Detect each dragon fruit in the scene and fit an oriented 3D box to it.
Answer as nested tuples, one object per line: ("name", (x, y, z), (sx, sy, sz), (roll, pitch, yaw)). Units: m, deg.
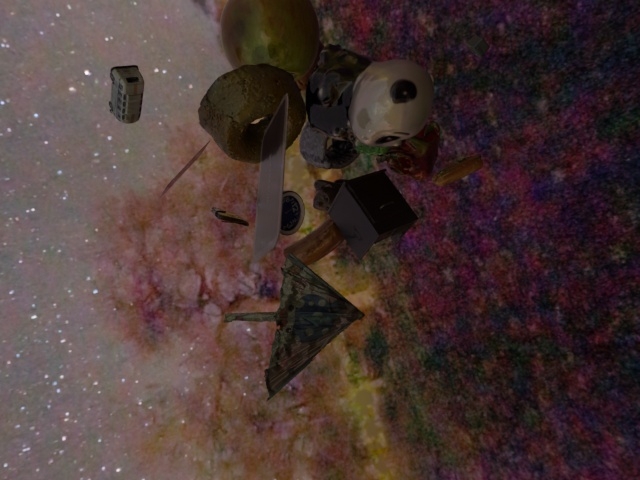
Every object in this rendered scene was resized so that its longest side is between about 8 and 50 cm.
("dragon fruit", (0.246, -0.282, 1.276), (0.200, 0.268, 0.199), (136, 128, -67))

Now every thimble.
("thimble", (0.043, -0.394, 1.625), (0.157, 0.246, 0.217), (20, 158, 45))

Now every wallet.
("wallet", (-0.283, -0.076, 1.282), (0.176, 0.095, 0.026), (31, 104, 65))

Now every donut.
("donut", (-0.149, -0.289, 1.014), (0.107, 0.271, 0.272), (62, 175, 21))

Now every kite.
("kite", (-0.072, 0.191, 1.038), (0.014, 0.367, 0.406), (71, -161, -51))

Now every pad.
("pad", (-0.088, -0.102, 0.719), (0.176, 0.002, 0.267), (147, 128, -63))
("pad", (-0.525, -0.275, 1.613), (0.004, 0.267, 0.181), (42, 148, -16))

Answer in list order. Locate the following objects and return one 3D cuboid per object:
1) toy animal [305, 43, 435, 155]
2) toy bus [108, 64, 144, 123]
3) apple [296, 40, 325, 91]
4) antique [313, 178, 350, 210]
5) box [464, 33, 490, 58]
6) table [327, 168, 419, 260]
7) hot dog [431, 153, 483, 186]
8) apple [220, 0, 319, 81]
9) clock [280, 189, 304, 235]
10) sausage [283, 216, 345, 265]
("toy animal", (0.110, -0.294, 0.913), (0.266, 0.212, 0.213), (29, 152, 30))
("toy bus", (-0.616, -0.457, 1.328), (0.089, 0.087, 0.194), (53, 139, 13))
("apple", (-0.103, -0.809, 1.875), (0.264, 0.264, 0.265), (165, 90, -90))
("antique", (0.078, -0.176, 1.639), (0.143, 0.256, 0.121), (21, 113, 49))
("box", (0.638, -0.789, 1.687), (0.074, 0.054, 0.099), (29, -151, -24))
("table", (0.161, -0.082, 1.283), (0.193, 0.169, 0.172), (58, 149, 18))
("hot dog", (0.626, -0.325, 1.908), (0.100, 0.249, 0.068), (-119, 4, -61))
("apple", (-0.163, -0.686, 1.407), (0.339, 0.339, 0.340), (165, 90, -90))
("clock", (-0.185, -0.143, 2.147), (0.083, 0.230, 0.231), (8, 123, 41))
("sausage", (0.000, -0.001, 1.417), (0.109, 0.270, 0.109), (53, -177, -4))
